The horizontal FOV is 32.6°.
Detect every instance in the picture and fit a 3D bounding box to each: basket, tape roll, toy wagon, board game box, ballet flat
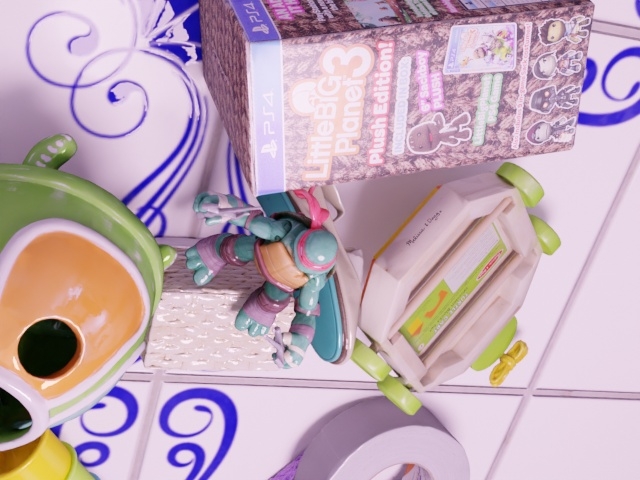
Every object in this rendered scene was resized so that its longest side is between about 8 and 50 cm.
[{"bbox_3d":[-0.115,0.072,1.165,0.167,0.103,0.113,4,121,-19],"label":"basket"},{"bbox_3d":[0.078,0.310,1.384,0.219,0.072,0.219,-11,118,-22],"label":"tape roll"},{"bbox_3d":[0.158,0.071,1.228,0.267,0.068,0.344,-48,147,-7],"label":"toy wagon"},{"bbox_3d":[0.053,-0.174,0.973,0.291,0.232,0.141,-8,125,-12],"label":"board game box"},{"bbox_3d":[0.000,0.000,1.105,0.086,0.086,0.248,-21,84,-4],"label":"ballet flat"}]

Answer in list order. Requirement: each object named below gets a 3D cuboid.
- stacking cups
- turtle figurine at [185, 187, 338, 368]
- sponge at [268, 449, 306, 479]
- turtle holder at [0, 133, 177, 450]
[{"bbox_3d":[-0.286,0.328,1.299,0.096,0.096,0.316,-27,130,1],"label":"stacking cups"},{"bbox_3d":[-0.043,0.027,0.996,0.118,0.234,0.175,-25,91,-23],"label":"turtle figurine"},{"bbox_3d":[0.013,0.358,1.448,0.117,0.031,0.210,-43,124,11],"label":"sponge"},{"bbox_3d":[-0.309,0.066,1.004,0.320,0.227,0.243,-2,136,15],"label":"turtle holder"}]
